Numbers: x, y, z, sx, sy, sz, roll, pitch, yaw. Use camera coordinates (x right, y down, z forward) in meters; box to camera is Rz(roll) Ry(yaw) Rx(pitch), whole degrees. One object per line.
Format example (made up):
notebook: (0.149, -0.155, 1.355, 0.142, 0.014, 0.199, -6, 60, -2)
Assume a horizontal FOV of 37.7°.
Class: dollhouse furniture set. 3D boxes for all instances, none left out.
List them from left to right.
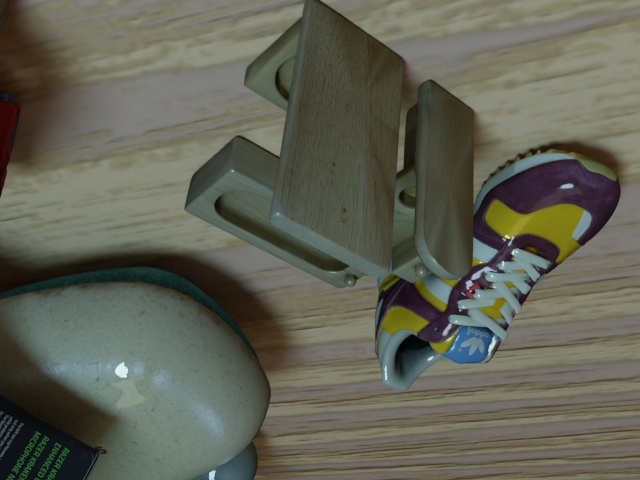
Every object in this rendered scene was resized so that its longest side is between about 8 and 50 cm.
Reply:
dollhouse furniture set: (0.000, 0.000, 0.471, 0.144, 0.123, 0.151, 28, 139, -27)

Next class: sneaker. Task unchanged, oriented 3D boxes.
sneaker: (0.096, 0.025, 0.525, 0.070, 0.083, 0.185, 22, 142, -21)

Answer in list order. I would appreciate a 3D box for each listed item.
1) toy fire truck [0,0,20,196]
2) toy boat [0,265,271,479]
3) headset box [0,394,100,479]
toy fire truck: (-0.160, -0.074, 0.415, 0.047, 0.135, 0.192, 15, -177, -13)
toy boat: (-0.141, 0.135, 0.690, 0.268, 0.148, 0.318, -14, 133, 19)
headset box: (-0.294, 0.156, 0.542, 0.283, 0.131, 0.246, 33, 136, -11)
